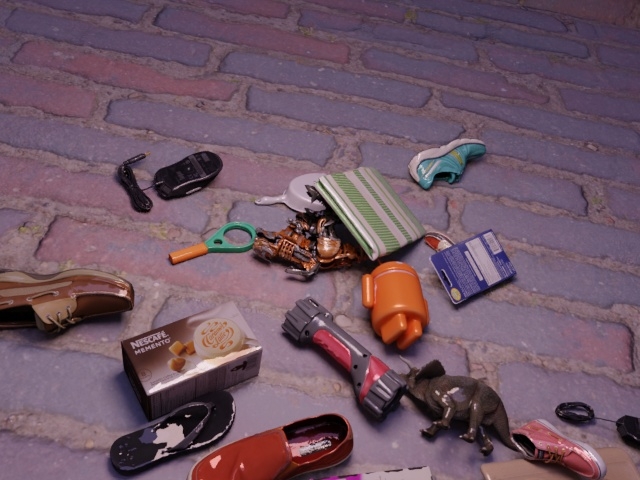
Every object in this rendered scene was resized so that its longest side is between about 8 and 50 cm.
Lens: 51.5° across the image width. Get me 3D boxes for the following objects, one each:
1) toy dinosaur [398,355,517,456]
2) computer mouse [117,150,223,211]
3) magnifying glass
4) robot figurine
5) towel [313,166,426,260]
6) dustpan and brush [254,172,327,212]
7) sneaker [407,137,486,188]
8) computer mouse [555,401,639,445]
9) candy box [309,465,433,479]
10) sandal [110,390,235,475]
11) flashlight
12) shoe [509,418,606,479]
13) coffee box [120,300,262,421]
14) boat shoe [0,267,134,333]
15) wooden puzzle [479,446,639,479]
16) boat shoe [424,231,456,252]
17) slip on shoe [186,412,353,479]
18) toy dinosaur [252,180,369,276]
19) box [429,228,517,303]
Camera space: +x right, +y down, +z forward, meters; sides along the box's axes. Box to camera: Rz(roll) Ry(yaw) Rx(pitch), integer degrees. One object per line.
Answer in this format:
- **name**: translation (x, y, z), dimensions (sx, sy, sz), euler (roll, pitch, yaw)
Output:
- **toy dinosaur**: translation (0.298, 0.336, 1.355), dimensions (0.313, 0.121, 0.160), euler (16, 58, 9)
- **computer mouse**: translation (-0.400, -0.178, 1.760), dimensions (0.262, 0.060, 0.184), euler (-31, 62, -21)
- **magnifying glass**: translation (-0.260, 0.009, 1.624), dimensions (0.230, 0.026, 0.092), euler (-21, 53, -28)
- **robot figurine**: translation (0.172, 0.137, 1.516), dimensions (0.158, 0.128, 0.219), euler (-5, 45, 1)
- **towel**: translation (0.131, -0.078, 1.659), dimensions (0.248, 0.038, 0.324), euler (52, 28, 9)
- **dustpan and brush**: translation (-0.070, -0.120, 1.781), dimensions (0.211, 0.060, 0.147), euler (0, 44, -21)
- **sneaker**: translation (0.383, -0.223, 1.965), dimensions (0.275, 0.107, 0.110), euler (-22, 73, -24)
- **computer mouse**: translation (0.626, 0.401, 1.425), dimensions (0.242, 0.041, 0.071), euler (15, 35, 12)
- **candy box**: translation (0.101, 0.501, 1.180), dimensions (0.233, 0.071, 0.159), euler (-1, 46, -13)
- **sandal**: translation (-0.268, 0.360, 1.250), dimensions (0.254, 0.055, 0.097), euler (-23, 55, -31)
- **flashlight**: translation (0.043, 0.248, 1.408), dimensions (0.304, 0.103, 0.103), euler (36, 22, 27)
- **shoe**: translation (0.450, 0.408, 1.270), dimensions (0.081, 0.064, 0.178), euler (-11, 22, -28)
- **coffee box**: translation (-0.260, 0.238, 1.342), dimensions (0.246, 0.098, 0.141), euler (-18, 52, -28)
- **boat shoe**: translation (-0.554, 0.138, 1.377), dimensions (0.323, 0.123, 0.120), euler (-1, 51, -2)
- **wooden puzzle**: translation (0.490, 0.555, 1.214), dimensions (0.321, 0.081, 0.348), euler (-2, 42, -15)
- **boat shoe**: translation (0.327, 0.024, 1.724), dimensions (0.137, 0.049, 0.043), euler (33, 50, 13)
- **slip on shoe**: translation (-0.087, 0.396, 1.224), dimensions (0.331, 0.101, 0.123), euler (-12, 51, -21)
- **toy dinosaur**: translation (0.000, 0.000, 1.638), dimensions (0.321, 0.164, 0.219), euler (18, 56, -23)
- **box**: translation (0.376, 0.067, 1.663), dimensions (0.225, 0.036, 0.137), euler (-20, 77, -30)
